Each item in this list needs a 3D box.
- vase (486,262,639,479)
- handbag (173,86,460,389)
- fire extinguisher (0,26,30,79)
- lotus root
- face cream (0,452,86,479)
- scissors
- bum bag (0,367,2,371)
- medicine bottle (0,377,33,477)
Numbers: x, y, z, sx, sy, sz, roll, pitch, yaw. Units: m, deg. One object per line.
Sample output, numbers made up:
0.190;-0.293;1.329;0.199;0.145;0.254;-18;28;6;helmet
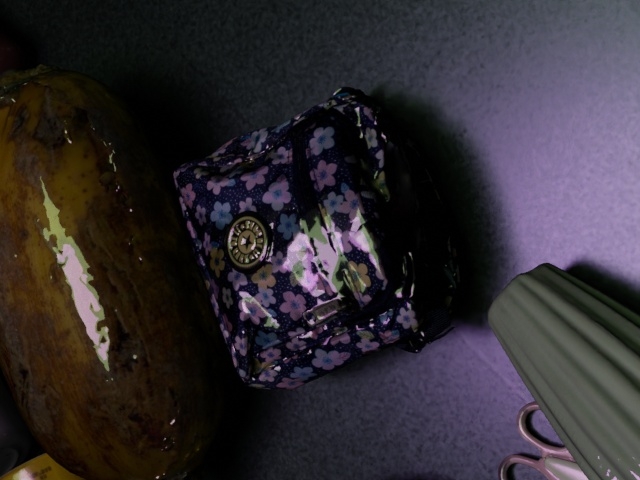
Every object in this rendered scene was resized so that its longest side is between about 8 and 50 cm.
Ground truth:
0.222;0.115;1.203;0.248;0.128;0.128;47;115;31;vase
0.000;0.000;1.325;0.208;0.127;0.228;-26;70;32;handbag
-0.339;-0.171;1.547;0.231;0.071;0.099;42;94;22;fire extinguisher
-0.190;0.042;1.405;0.196;0.179;0.397;-18;91;45;lotus root
-0.177;0.355;1.466;0.105;0.105;0.348;-35;75;28;face cream
0.217;0.189;1.265;0.176;0.022;0.085;26;103;31;scissors
-0.280;0.018;1.532;0.107;0.060;0.232;-17;89;29;bum bag
-0.416;0.146;1.520;0.238;0.238;0.232;-41;73;26;medicine bottle
